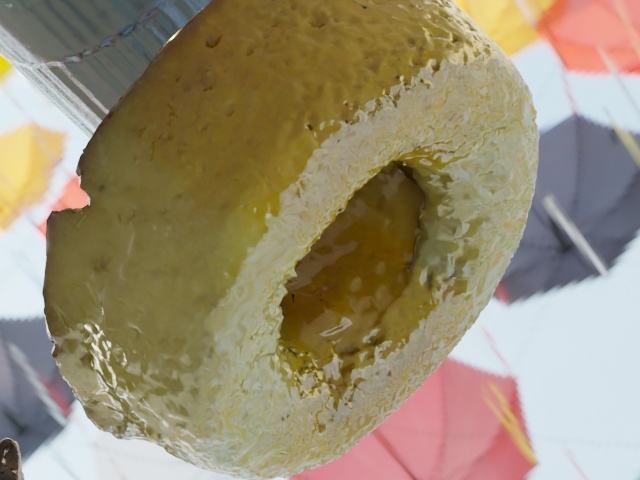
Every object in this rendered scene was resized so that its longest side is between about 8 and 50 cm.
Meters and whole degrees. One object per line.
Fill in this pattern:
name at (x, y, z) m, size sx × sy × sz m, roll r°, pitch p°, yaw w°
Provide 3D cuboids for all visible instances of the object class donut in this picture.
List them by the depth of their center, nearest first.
donut at (0.000, 0.000, 0.572) m, size 0.065 × 0.162 × 0.178 m, roll 34°, pitch -87°, yaw 39°

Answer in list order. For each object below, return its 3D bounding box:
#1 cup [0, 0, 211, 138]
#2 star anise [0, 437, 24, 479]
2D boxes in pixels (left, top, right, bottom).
cup at (-0.142, -0.234, 1.401) m, size 0.242 × 0.292 × 0.308 m, roll -14°, pitch -135°, yaw 32°
star anise at (-0.149, 0.163, 0.769) m, size 0.168 × 0.168 × 0.057 m, roll -48°, pitch -167°, yaw -11°
